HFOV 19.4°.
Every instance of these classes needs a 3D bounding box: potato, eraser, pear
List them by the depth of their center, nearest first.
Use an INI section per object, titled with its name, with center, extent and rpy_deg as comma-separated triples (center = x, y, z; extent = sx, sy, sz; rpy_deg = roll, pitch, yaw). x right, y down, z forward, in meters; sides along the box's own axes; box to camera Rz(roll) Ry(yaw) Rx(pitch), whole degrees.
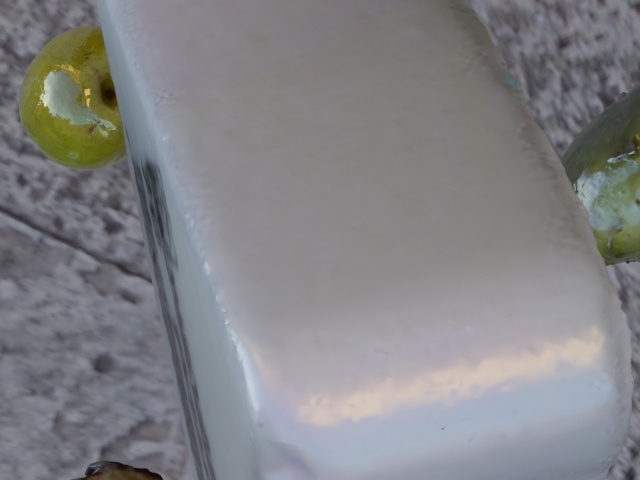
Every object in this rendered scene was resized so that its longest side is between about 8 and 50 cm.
[eraser]
center = 0.000, 0.000, 0.803
extent = 0.150, 0.331, 0.331
rpy_deg = -10, 76, -8
[potato]
center = 0.237, -0.072, 1.200
extent = 0.225, 0.117, 0.090
rpy_deg = -44, 116, 10
[pear]
center = -0.236, -0.146, 1.932
extent = 0.149, 0.162, 0.149
rpy_deg = 2, 85, -23

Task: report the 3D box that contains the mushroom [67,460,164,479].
[mushroom]
center = -0.108, 0.124, 0.545
extent = 0.072, 0.209, 0.094
rpy_deg = -51, 56, 40
